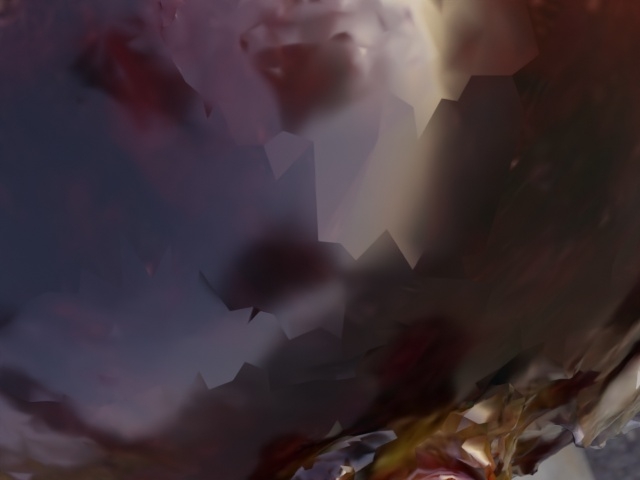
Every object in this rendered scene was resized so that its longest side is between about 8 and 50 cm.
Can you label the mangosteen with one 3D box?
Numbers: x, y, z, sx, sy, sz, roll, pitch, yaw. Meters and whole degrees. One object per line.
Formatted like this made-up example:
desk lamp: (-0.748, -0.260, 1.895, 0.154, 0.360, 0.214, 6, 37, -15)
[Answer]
mangosteen: (0.000, 0.000, 0.434, 0.235, 0.235, 0.261, -47, 56, 37)
